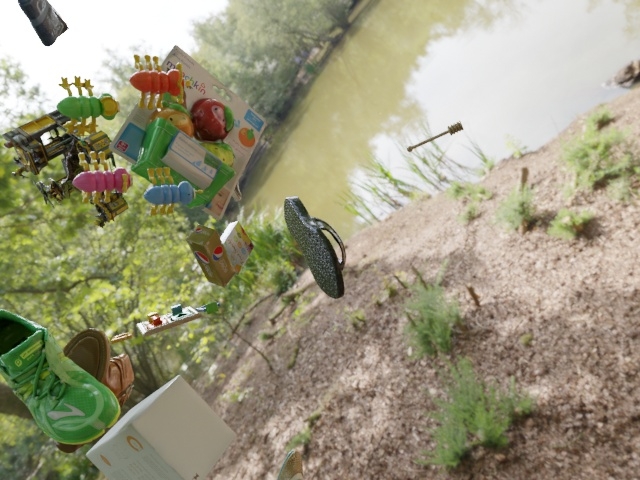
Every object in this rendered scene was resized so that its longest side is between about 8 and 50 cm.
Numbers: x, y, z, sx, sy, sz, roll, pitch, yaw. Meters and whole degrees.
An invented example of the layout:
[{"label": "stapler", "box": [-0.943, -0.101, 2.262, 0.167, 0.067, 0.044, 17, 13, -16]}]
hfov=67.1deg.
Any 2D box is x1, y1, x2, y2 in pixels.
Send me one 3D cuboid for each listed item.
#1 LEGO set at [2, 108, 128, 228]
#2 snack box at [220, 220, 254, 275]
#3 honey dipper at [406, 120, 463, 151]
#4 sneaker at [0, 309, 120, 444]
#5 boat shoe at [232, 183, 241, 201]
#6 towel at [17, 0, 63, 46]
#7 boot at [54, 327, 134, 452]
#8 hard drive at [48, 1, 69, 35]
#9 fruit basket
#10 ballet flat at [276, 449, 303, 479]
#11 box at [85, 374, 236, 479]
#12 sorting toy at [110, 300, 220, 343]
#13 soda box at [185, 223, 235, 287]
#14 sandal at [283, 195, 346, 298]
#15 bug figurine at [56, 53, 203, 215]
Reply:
[{"label": "LEGO set", "box": [-0.660, -0.164, 1.247, 0.192, 0.255, 0.331, -44, -12, -34]}, {"label": "snack box", "box": [-0.253, 0.024, 1.412, 0.037, 0.100, 0.141, -15, 30, 26]}, {"label": "honey dipper", "box": [0.315, -0.283, 1.335, 0.160, 0.030, 0.030, -23, 26, 19]}, {"label": "sneaker", "box": [-0.450, 0.217, 0.775, 0.109, 0.295, 0.123, -48, -22, -30]}, {"label": "boat shoe", "box": [-0.343, -0.259, 1.875, 0.070, 0.219, 0.078, -20, 21, -3]}, {"label": "towel", "box": [-0.557, -0.450, 0.959, 0.119, 0.029, 0.067, 100, 178, -66]}, {"label": "boot", "box": [-0.478, 0.298, 1.076, 0.220, 0.109, 0.283, -49, -31, -77]}, {"label": "hard drive", "box": [-0.958, -0.826, 1.500, 0.064, 0.339, 0.237, -41, 1, -5]}, {"label": "fruit basket", "box": [-0.315, -0.281, 1.257, 0.165, 0.327, 0.353, -3, 57, 52]}, {"label": "ballet flat", "box": [-0.075, 0.582, 1.081, 0.067, 0.073, 0.206, 15, 80, 39]}, {"label": "box", "box": [-0.412, 0.522, 1.230, 0.345, 0.215, 0.168, -38, 6, 40]}, {"label": "sorting toy", "box": [-0.481, 0.241, 1.514, 0.347, 0.047, 0.196, -18, 6, -26]}, {"label": "soda box", "box": [-0.285, 0.044, 1.269, 0.058, 0.061, 0.181, -57, -29, -32]}, {"label": "sandal", "box": [0.000, -0.003, 1.544, 0.446, 0.107, 0.167, -121, 27, -43]}, {"label": "bug figurine", "box": [-0.309, -0.164, 0.804, 0.072, 0.216, 0.279, 26, 122, 53]}]
